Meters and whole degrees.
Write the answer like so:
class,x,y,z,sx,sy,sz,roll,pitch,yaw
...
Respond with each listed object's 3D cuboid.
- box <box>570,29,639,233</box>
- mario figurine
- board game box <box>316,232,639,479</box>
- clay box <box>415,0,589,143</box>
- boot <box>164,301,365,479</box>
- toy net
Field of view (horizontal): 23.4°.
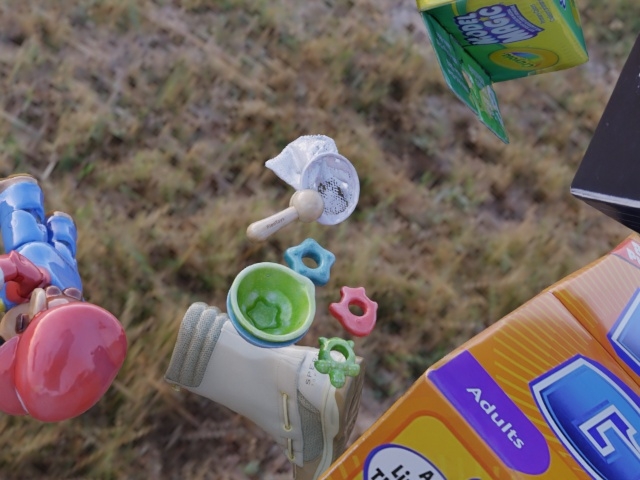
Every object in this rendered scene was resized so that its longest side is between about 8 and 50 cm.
class,x,y,z,sx,sy,sz,roll,pitch,yaw
box,0.380,-0.108,0.972,0.312,0.343,0.179,27,-4,-28
mario figurine,-0.312,0.073,1.589,0.198,0.170,0.320,13,29,-25
board game box,0.153,0.272,1.013,0.356,0.356,0.356,49,31,11
clay box,0.066,-0.160,0.652,0.127,0.053,0.222,21,57,-70
boot,-0.064,0.170,1.666,0.203,0.262,0.095,20,61,7
toy net,0.000,0.000,1.241,0.122,0.045,0.232,19,54,-7
